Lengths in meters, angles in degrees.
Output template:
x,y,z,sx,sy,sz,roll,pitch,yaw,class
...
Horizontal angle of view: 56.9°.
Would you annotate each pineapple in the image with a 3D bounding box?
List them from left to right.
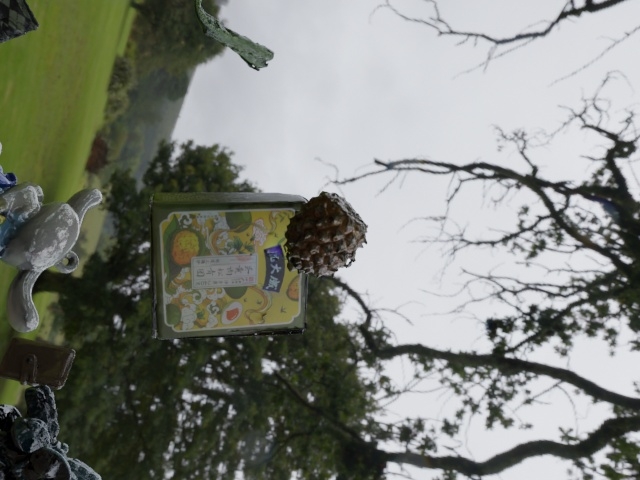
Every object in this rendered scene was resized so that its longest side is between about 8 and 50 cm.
x,y,z,sx,sy,sz,roll,pitch,yaw,class
0.000,0.000,1.228,0.193,0.166,0.166,-43,-153,17,pineapple

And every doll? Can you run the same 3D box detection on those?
x,y,z,sx,sy,sz,roll,pitch,yaw,class
-0.679,-0.043,1.262,0.187,0.365,0.376,-32,-144,22,doll

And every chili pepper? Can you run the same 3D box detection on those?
x,y,z,sx,sy,sz,roll,pitch,yaw,class
-0.226,-0.536,1.556,0.085,0.359,0.076,-26,-104,16,chili pepper

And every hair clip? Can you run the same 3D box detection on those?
x,y,z,sx,sy,sz,roll,pitch,yaw,class
-0.606,0.478,1.262,0.195,0.310,0.206,-28,-174,-5,hair clip

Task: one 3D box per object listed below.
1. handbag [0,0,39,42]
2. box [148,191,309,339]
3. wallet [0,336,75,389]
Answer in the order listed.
x,y,z,sx,sy,sz,roll,pitch,yaw,class
-0.863,-0.495,1.241,0.180,0.316,0.416,17,-133,44,handbag
-0.243,0.065,1.580,0.138,0.420,0.372,-132,-137,-69,box
-0.682,0.295,1.423,0.038,0.153,0.118,125,-24,-44,wallet
